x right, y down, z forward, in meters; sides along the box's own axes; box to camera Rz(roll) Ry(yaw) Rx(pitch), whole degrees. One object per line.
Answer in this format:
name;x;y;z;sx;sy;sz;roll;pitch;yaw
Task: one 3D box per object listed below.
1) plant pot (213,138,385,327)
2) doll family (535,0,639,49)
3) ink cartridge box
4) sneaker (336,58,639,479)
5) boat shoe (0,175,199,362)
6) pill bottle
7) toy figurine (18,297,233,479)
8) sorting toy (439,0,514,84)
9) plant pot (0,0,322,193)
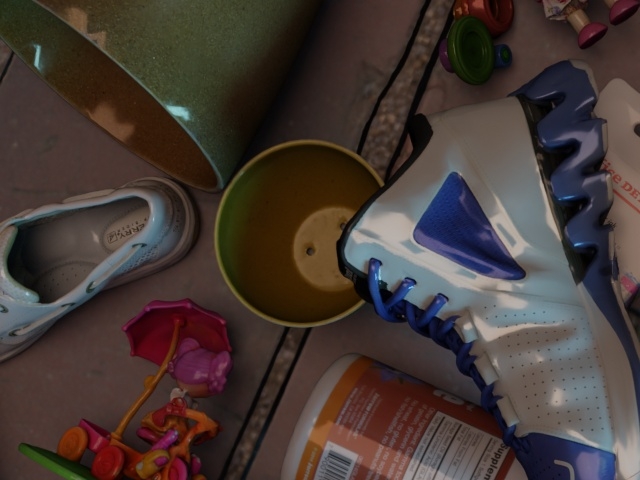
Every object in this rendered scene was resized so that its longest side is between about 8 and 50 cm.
plant pot;0.000;0.000;1.004;0.134;0.095;0.134;-2;83;15
doll family;0.237;-0.267;0.985;0.263;0.118;0.163;-37;81;26
ink cartridge box;0.188;-0.004;0.970;0.115;0.067;0.198;43;96;16
sneaker;0.105;0.046;0.878;0.182;0.127;0.316;-8;74;6
boat shoe;-0.233;0.023;1.062;0.277;0.096;0.098;-29;80;11
pill bottle;0.091;0.171;0.944;0.216;0.121;0.121;23;89;16
toy figurine;-0.116;0.120;1.004;0.173;0.130;0.159;16;74;48
sorting toy;0.111;-0.151;1.016;0.042;0.061;0.102;-7;41;42
plant pot;-0.091;-0.207;1.007;0.237;0.237;0.254;33;77;16
